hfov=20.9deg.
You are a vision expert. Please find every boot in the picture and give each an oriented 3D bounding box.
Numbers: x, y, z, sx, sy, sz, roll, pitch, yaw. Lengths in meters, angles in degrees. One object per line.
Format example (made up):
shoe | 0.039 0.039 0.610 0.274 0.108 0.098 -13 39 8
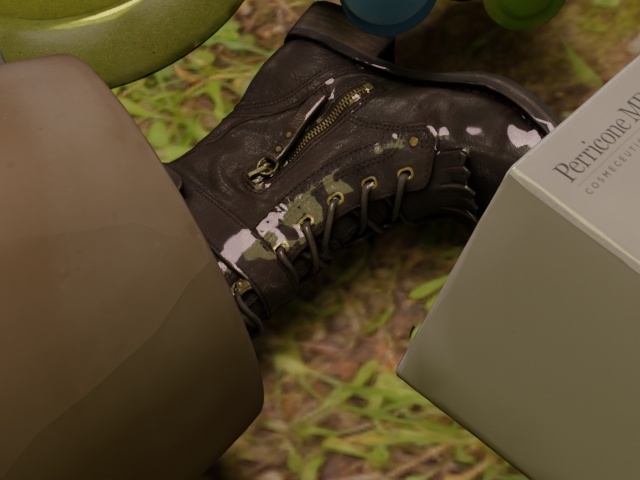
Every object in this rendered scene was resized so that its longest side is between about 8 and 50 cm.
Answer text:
boot | 0.000 0.000 0.922 0.263 0.091 0.229 31 69 37

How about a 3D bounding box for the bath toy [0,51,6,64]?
bath toy | -0.317 -0.019 0.940 0.348 0.151 0.129 -28 25 -19

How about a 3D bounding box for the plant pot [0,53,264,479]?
plant pot | -0.190 0.063 0.767 0.280 0.323 0.323 -29 52 -14

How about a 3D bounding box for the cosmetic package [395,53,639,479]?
cosmetic package | 0.195 0.029 0.729 0.224 0.138 0.224 37 45 14

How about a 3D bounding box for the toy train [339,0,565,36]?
toy train | 0.102 -0.164 0.964 0.248 0.105 0.143 3 31 -18

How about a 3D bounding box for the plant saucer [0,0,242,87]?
plant saucer | -0.156 -0.195 1.130 0.241 0.037 0.241 -6 51 8
